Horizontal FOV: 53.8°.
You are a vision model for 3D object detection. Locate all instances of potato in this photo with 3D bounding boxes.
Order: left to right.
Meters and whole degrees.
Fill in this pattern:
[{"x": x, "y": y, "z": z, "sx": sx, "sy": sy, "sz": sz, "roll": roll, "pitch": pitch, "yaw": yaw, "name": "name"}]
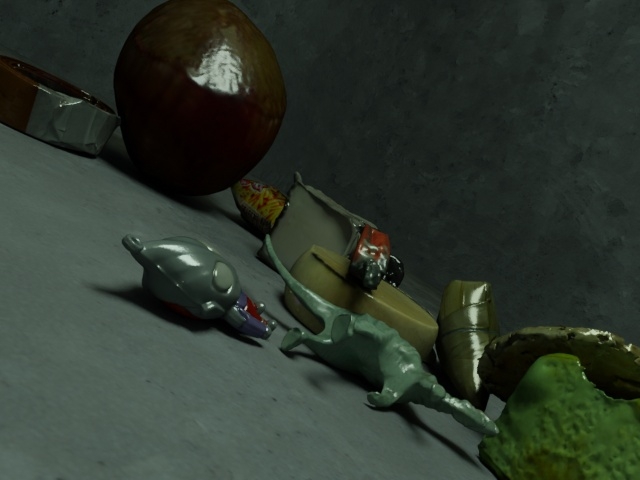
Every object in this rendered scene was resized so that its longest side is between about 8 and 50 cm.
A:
[{"x": 0.173, "y": 0.191, "z": 1.138, "sx": 0.093, "sy": 0.036, "sz": 0.037, "roll": 28, "pitch": 8, "yaw": -25, "name": "potato"}]

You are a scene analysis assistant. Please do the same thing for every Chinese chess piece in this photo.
[{"x": 0.061, "y": 0.108, "z": 0.984, "sx": 0.250, "sy": 0.097, "sz": 0.251, "roll": 30, "pitch": 6, "yaw": -4, "name": "Chinese chess piece"}]

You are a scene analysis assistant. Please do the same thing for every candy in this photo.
[{"x": 0.000, "y": 0.000, "z": 1.193, "sx": 0.195, "sy": 0.185, "sz": 0.137, "roll": 33, "pitch": 10, "yaw": 26, "name": "candy"}]

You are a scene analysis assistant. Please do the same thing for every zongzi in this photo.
[{"x": 0.259, "y": 0.227, "z": 1.080, "sx": 0.228, "sy": 0.115, "sz": 0.256, "roll": 76, "pitch": 11, "yaw": -49, "name": "zongzi"}]

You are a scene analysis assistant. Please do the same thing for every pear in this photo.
[{"x": 0.367, "y": 0.276, "z": 0.718, "sx": 0.282, "sy": 0.176, "sz": 0.286, "roll": 30, "pitch": 6, "yaw": -27, "name": "pear"}]

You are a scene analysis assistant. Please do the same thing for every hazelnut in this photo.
[{"x": -0.262, "y": -0.297, "z": 1.328, "sx": 0.352, "sy": 0.421, "sz": 0.421, "roll": -9, "pitch": 33, "yaw": -42, "name": "hazelnut"}]

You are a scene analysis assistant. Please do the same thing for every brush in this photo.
[{"x": 0.070, "y": 0.023, "z": 0.939, "sx": 0.051, "sy": 0.070, "sz": 0.323, "roll": 27, "pitch": 8, "yaw": -1, "name": "brush"}]

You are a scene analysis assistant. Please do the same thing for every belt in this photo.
[{"x": -0.492, "y": -0.243, "z": 1.151, "sx": 0.184, "sy": 0.105, "sz": 0.261, "roll": 37, "pitch": 7, "yaw": 35, "name": "belt"}]

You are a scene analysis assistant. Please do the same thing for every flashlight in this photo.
[{"x": 0.118, "y": 0.087, "z": 1.213, "sx": 0.093, "sy": 0.093, "sz": 0.232, "roll": 31, "pitch": -13, "yaw": 7, "name": "flashlight"}]

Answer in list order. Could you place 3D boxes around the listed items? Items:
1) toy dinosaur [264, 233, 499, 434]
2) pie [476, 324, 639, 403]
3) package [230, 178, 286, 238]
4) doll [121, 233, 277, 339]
[{"x": 0.032, "y": 0.116, "z": 0.781, "sx": 0.393, "sy": 0.092, "sz": 0.205, "roll": 34, "pitch": 7, "yaw": 39, "name": "toy dinosaur"}, {"x": 0.353, "y": 0.195, "z": 0.869, "sx": 0.274, "sy": 0.055, "sz": 0.274, "roll": 14, "pitch": -32, "yaw": 9, "name": "pie"}, {"x": -0.093, "y": -0.041, "z": 1.481, "sx": 0.288, "sy": 0.108, "sz": 0.223, "roll": 44, "pitch": 5, "yaw": 24, "name": "package"}, {"x": -0.125, "y": 0.048, "z": 0.667, "sx": 0.227, "sy": 0.075, "sz": 0.102, "roll": 42, "pitch": 5, "yaw": -47, "name": "doll"}]
